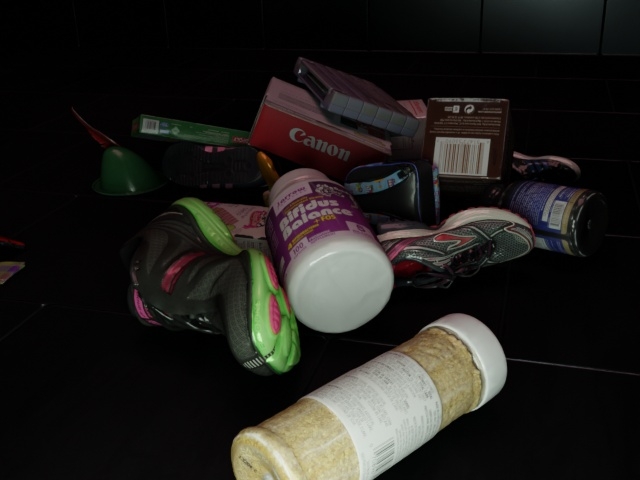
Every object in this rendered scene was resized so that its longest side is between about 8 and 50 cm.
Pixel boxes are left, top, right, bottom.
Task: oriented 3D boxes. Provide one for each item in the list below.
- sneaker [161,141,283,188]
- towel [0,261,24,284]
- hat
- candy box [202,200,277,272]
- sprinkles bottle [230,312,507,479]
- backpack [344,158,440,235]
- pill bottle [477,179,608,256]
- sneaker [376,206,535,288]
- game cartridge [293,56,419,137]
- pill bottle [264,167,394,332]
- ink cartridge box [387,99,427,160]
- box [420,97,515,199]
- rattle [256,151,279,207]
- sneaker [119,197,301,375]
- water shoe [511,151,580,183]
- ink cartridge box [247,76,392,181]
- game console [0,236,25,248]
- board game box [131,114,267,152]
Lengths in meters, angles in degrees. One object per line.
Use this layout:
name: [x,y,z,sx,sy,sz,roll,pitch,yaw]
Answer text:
sneaker: [-0.235,-0.169,1.843,0.318,0.112,0.131,10,0,33]
towel: [-0.590,0.059,1.419,0.060,0.010,0.083,1,23,8]
hat: [-0.476,-0.219,1.835,0.208,0.184,0.173,-7,24,-12]
candy box: [-0.164,-0.012,1.474,0.233,0.071,0.159,6,24,17]
sprinkles bottle: [0.069,0.200,0.899,0.355,0.121,0.121,-22,30,-38]
backpack: [0.138,-0.083,1.526,0.173,0.158,0.116,0,12,34]
pill bottle: [0.410,-0.048,1.439,0.122,0.123,0.219,-22,25,-38]
sneaker: [0.222,0.028,1.317,0.298,0.121,0.112,-10,39,-2]
game cartridge: [0.080,-0.344,1.851,0.230,0.068,0.355,19,19,-23]
pill bottle: [0.000,0.000,1.264,0.169,0.169,0.302,-7,32,-12]
ink cartridge box: [0.181,-0.294,2.041,0.353,0.119,0.207,-2,23,-1]
box: [0.314,-0.187,1.620,0.168,0.167,0.203,4,-9,18]
rattle: [-0.032,-0.139,1.684,0.199,0.143,0.130,-11,6,-6]
sneaker: [-0.179,0.088,1.169,0.202,0.185,0.482,-30,28,-16]
water shoe: [0.492,-0.150,1.775,0.203,0.073,0.080,12,53,28]
ink cartridge box: [-0.001,-0.240,1.781,0.309,0.130,0.272,21,22,-6]
game console: [-0.677,0.024,1.503,0.143,0.085,0.124,12,-4,29]
board game box: [-0.300,-0.260,1.917,0.317,0.046,0.213,7,2,-19]
